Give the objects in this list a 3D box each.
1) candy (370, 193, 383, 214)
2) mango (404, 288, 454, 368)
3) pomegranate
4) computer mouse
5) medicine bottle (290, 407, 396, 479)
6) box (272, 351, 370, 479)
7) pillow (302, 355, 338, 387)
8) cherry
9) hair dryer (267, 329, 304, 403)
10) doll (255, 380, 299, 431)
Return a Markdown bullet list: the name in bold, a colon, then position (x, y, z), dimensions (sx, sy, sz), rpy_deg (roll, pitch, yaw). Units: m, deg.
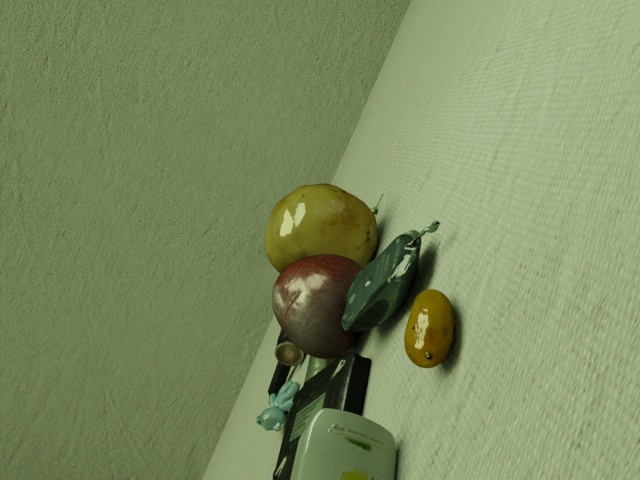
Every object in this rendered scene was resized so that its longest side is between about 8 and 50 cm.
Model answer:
- **candy**: position (0.184, -0.117, 1.999), dimensions (0.023, 0.025, 0.083), rpy_deg (-1, 54, 51)
- **mango**: position (0.182, 0.140, 1.032), dimensions (0.098, 0.075, 0.190), rpy_deg (-57, 5, 28)
- **pomegranate**: position (0.000, 0.000, 1.814), dimensions (0.332, 0.332, 0.333), rpy_deg (-157, 90, -83)
- **computer mouse**: position (0.159, 0.082, 1.319), dimensions (0.379, 0.090, 0.167), rpy_deg (-52, 16, 44)
- **medicine bottle**: position (0.026, 0.416, 0.950), dimensions (0.296, 0.161, 0.111), rpy_deg (-73, 8, -46)
- **box**: position (-0.004, 0.415, 1.392), dimensions (0.290, 0.073, 0.289), rpy_deg (-46, 18, 42)
- **pillow**: position (0.003, 0.333, 1.682), dimensions (0.254, 0.078, 0.144), rpy_deg (-76, 12, -48)
- **cherry**: position (0.000, 0.156, 1.576), dimensions (0.221, 0.307, 0.261), rpy_deg (20, -85, -53)
- **hair dryer**: position (-0.138, 0.459, 2.286), dimensions (0.189, 0.107, 0.352), rpy_deg (-76, 6, -63)
- **doll**: position (-0.127, 0.547, 2.034), dimensions (0.120, 0.075, 0.180), rpy_deg (-1, 39, 50)
